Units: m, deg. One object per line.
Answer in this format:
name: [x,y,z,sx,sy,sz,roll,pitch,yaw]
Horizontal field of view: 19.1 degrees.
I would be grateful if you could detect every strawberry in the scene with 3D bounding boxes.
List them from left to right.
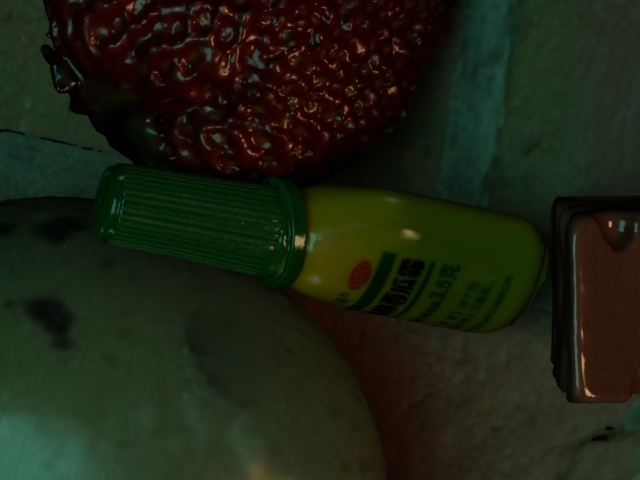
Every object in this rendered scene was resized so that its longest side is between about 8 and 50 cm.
strawberry: [-0.047,-0.165,1.316,0.257,0.261,0.261,-30,80,31]

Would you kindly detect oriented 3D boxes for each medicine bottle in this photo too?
medicine bottle: [0.000,0.000,1.270,0.111,0.309,0.076,123,151,-46]

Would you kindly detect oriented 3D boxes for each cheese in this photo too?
cheese: [0.203,0.036,1.256,0.177,0.203,0.128,6,100,63]

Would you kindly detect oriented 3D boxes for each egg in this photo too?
egg: [-0.160,0.147,1.347,0.428,0.345,0.345,13,100,13]
